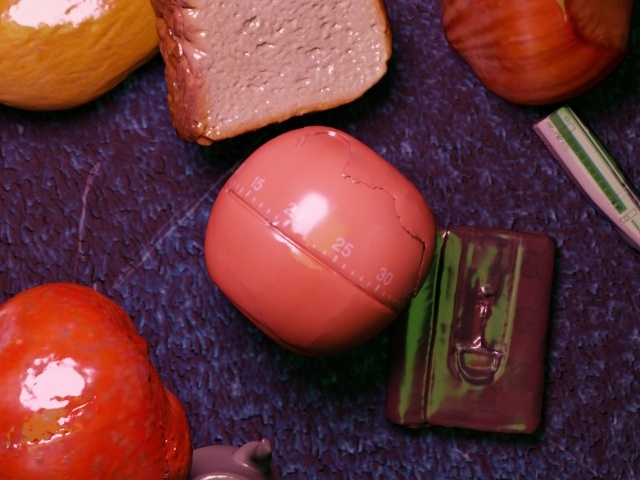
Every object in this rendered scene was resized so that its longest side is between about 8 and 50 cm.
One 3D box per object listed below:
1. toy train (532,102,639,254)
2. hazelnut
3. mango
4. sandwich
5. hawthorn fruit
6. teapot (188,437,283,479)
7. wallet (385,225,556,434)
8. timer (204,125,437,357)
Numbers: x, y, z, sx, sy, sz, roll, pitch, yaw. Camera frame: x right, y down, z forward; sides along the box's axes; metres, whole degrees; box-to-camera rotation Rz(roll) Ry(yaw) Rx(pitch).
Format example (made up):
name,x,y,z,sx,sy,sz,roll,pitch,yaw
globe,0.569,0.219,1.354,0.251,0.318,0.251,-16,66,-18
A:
name,x,y,z,sx,sy,sz,roll,pitch,yaw
toy train,0.326,-0.039,1.974,0.048,0.055,0.252,-37,92,-3
hazelnut,0.237,-0.256,1.916,0.186,0.210,0.210,-38,93,-27
mango,-0.243,-0.267,1.899,0.331,0.142,0.195,-38,101,-10
sandwich,-0.060,-0.259,1.862,0.254,0.099,0.288,-21,113,-20
hawthorn fruit,-0.289,0.197,1.804,0.307,0.276,0.276,-29,92,-33
teapot,-0.109,0.315,1.901,0.162,0.149,0.239,28,88,-5
wallet,0.164,0.098,1.969,0.182,0.049,0.229,4,92,-6
timer,0.000,0.000,1.866,0.229,0.229,0.215,42,92,-3
